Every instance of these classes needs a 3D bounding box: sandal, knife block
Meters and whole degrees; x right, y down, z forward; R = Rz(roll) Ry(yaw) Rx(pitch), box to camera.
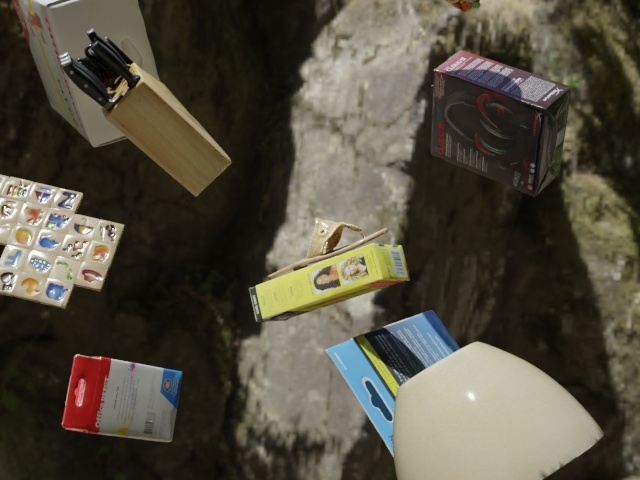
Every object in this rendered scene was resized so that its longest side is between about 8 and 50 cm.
[{"bbox_3d":[-0.002,0.001,1.752,0.240,0.079,0.088,-26,0,19],"label":"sandal"},{"bbox_3d":[-0.290,-0.210,1.570,0.275,0.088,0.242,49,7,13],"label":"knife block"}]

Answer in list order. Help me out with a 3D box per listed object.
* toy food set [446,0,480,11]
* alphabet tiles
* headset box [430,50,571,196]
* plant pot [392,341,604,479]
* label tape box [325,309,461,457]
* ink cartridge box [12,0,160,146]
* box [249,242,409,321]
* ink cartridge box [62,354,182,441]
[{"bbox_3d":[0.355,-0.599,2.419,0.083,0.020,0.083,-16,-46,45],"label":"toy food set"},{"bbox_3d":[-0.426,0.000,1.468,0.237,0.198,0.009,13,-32,1],"label":"alphabet tiles"},{"bbox_3d":[0.356,-0.250,2.034,0.293,0.218,0.110,27,48,30],"label":"headset box"},{"bbox_3d":[0.208,0.251,1.325,0.284,0.190,0.284,-29,-14,-8],"label":"plant pot"},{"bbox_3d":[0.157,0.288,1.823,0.348,0.249,0.115,-14,-27,-48],"label":"label tape box"},{"bbox_3d":[-0.454,-0.369,1.889,0.160,0.279,0.385,-23,27,-19],"label":"ink cartridge box"},{"bbox_3d":[0.011,0.064,1.455,0.232,0.058,0.087,-21,-14,30],"label":"box"},{"bbox_3d":[-0.371,0.285,1.763,0.231,0.134,0.078,19,-17,-42],"label":"ink cartridge box"}]
